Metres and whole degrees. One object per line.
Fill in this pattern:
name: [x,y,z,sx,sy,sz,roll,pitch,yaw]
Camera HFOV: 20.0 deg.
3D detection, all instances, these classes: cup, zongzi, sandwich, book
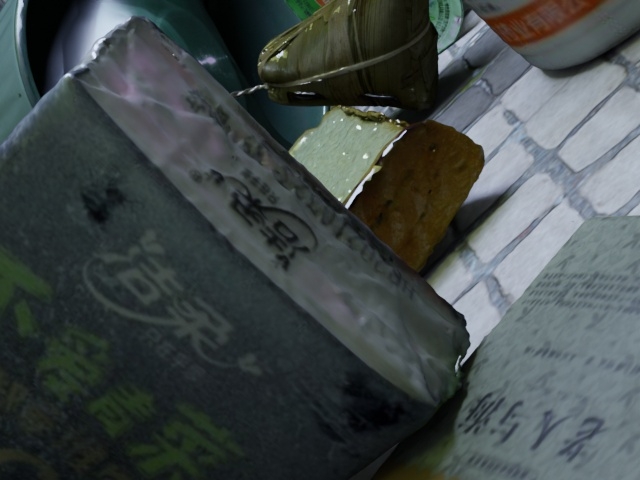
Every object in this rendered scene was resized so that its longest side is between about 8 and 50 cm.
cup: [-0.174,-0.096,1.764,0.392,0.401,0.310,-32,56,52]
zongzi: [0.005,-0.196,1.542,0.189,0.178,0.081,3,35,17]
sandwich: [0.001,0.001,1.375,0.226,0.087,0.251,-47,15,-7]
book: [0.098,0.133,0.948,0.389,0.032,0.269,-51,16,-14]

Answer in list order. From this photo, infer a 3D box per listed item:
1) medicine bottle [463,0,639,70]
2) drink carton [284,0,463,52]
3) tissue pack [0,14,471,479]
medicine bottle: [0.112,-0.318,1.332,0.211,0.371,0.211,-42,19,17]
drink carton: [0.072,-0.249,1.686,0.144,0.146,0.142,-33,13,36]
tissue pack: [-0.141,0.087,1.132,0.394,0.288,0.124,-41,12,35]
